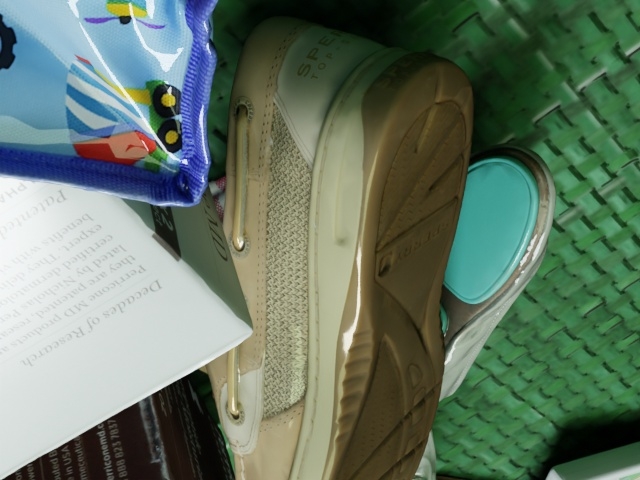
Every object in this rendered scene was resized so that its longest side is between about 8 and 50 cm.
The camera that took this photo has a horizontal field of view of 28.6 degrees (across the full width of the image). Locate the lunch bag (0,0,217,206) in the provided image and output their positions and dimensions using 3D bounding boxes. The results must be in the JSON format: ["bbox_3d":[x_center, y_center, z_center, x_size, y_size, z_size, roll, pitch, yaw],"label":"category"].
[{"bbox_3d":[-0.186,-0.129,0.367,0.293,0.221,0.138,-2,135,-20],"label":"lunch bag"}]

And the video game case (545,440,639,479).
[{"bbox_3d":[0.258,0.229,1.036,0.227,0.026,0.206,-11,138,-24],"label":"video game case"}]

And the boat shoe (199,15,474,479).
[{"bbox_3d":[-0.004,0.050,0.663,0.121,0.110,0.341,-28,134,-50],"label":"boat shoe"}]

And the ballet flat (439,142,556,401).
[{"bbox_3d":[0.081,0.021,0.711,0.068,0.072,0.213,-18,148,-42],"label":"ballet flat"}]

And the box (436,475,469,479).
[{"bbox_3d":[0.102,0.270,1.048,0.164,0.021,0.201,15,128,-33],"label":"box"}]

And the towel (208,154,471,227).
[{"bbox_3d":[0.000,0.000,0.718,0.197,0.029,0.144,-27,137,8],"label":"towel"}]

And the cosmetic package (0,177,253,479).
[{"bbox_3d":[-0.150,-0.020,0.548,0.151,0.151,0.184,-30,138,10],"label":"cosmetic package"}]

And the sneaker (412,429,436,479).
[{"bbox_3d":[0.047,0.201,0.851,0.090,0.095,0.235,-4,107,-17],"label":"sneaker"}]

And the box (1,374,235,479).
[{"bbox_3d":[-0.144,0.149,0.714,0.167,0.168,0.203,-21,139,0],"label":"box"}]
